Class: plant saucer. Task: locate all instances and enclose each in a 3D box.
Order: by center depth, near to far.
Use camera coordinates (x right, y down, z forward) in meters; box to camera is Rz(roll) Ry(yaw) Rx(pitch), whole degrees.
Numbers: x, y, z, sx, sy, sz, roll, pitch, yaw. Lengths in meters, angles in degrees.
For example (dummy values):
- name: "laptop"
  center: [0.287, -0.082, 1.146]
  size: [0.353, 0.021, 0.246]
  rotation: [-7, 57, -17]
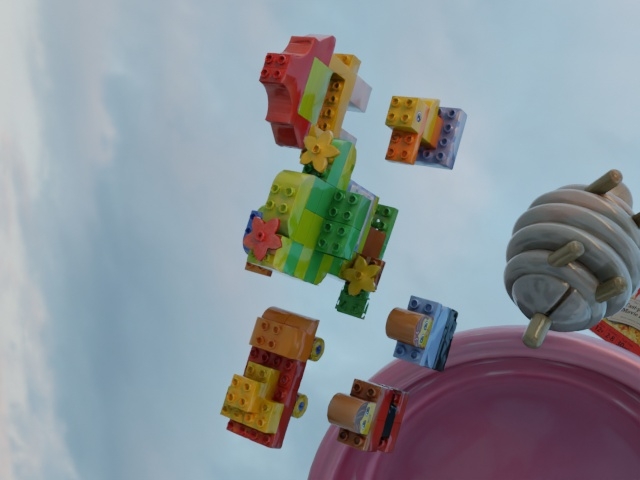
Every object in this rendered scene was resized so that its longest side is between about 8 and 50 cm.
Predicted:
- name: "plant saucer"
  center: [0.153, 0.222, 0.632]
  size: [0.084, 0.332, 0.332]
  rotation: [-25, 115, -74]

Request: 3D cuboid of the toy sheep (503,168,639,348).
- name: "toy sheep"
  center: [0.154, 0.011, 0.510]
  size: [0.091, 0.132, 0.091]
  rotation: [31, -30, 20]

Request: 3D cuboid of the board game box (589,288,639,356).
- name: "board game box"
  center: [0.441, 0.067, 1.070]
  size: [0.193, 0.045, 0.147]
  rotation: [-53, -149, 4]

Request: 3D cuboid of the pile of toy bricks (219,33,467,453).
- name: "pile of toy bricks"
  center: [0.000, 0.000, 0.407]
  size: [0.118, 0.105, 0.212]
  rotation: [12, -97, 33]
